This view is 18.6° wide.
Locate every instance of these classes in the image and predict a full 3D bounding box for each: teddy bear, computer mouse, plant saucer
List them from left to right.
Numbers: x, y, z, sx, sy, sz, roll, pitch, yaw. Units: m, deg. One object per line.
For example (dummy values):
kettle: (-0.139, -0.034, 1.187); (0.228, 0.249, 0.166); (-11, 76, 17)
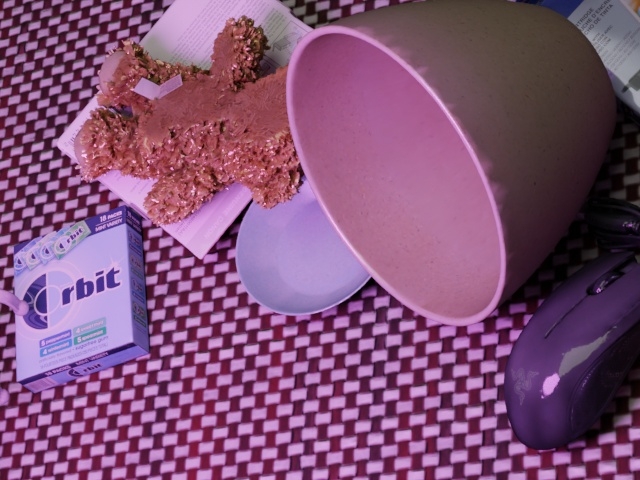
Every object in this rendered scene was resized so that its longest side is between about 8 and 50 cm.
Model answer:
teddy bear: (-0.133, -0.129, 2.185); (0.338, 0.113, 0.245); (-8, 60, 26)
plant saucer: (0.000, 0.000, 2.138); (0.195, 0.037, 0.195); (-14, 59, 24)
computer mouse: (0.258, 0.075, 1.909); (0.188, 0.072, 0.272); (24, 80, 52)

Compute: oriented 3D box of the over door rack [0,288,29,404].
over door rack: (-0.470, 0.196, 2.267); (0.324, 0.108, 0.239); (-13, 58, 40)

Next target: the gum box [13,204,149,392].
gum box: (-0.278, 0.067, 2.257); (0.157, 0.041, 0.184); (-20, 57, 19)

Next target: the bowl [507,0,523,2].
bowl: (0.196, -0.300, 2.183); (0.142, 0.053, 0.142); (-49, 51, -2)

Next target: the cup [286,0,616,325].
cup: (0.157, -0.113, 1.970); (0.237, 0.331, 0.331); (-31, 47, -26)

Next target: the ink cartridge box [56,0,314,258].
ink cartridge box: (-0.123, -0.149, 2.272); (0.261, 0.066, 0.296); (38, 86, 28)

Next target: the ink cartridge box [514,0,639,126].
ink cartridge box: (0.349, -0.226, 2.025); (0.186, 0.065, 0.311); (-47, 58, -1)
